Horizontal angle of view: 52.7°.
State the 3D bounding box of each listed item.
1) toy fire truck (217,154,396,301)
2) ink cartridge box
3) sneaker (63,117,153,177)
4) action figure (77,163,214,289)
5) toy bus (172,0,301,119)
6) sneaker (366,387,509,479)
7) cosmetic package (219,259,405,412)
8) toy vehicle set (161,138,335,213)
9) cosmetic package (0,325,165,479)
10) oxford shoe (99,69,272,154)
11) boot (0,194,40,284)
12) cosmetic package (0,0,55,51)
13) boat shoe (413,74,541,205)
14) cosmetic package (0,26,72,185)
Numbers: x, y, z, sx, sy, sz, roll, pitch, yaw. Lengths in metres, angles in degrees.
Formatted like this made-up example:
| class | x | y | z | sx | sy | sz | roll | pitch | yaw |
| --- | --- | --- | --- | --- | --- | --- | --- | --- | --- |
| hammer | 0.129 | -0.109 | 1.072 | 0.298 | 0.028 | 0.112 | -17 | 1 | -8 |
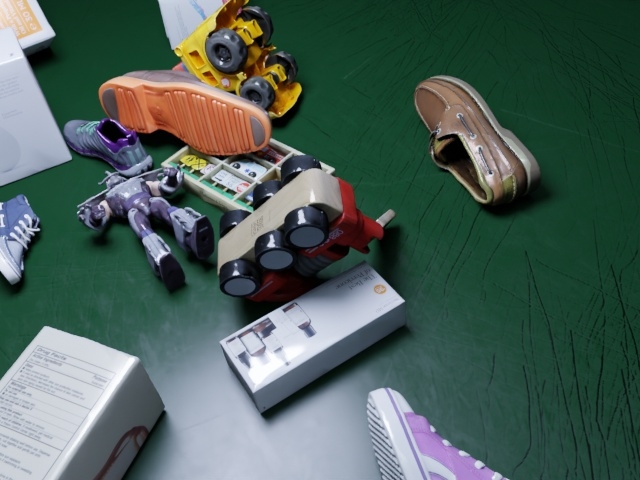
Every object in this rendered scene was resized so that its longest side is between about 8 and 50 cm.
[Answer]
| class | x | y | z | sx | sy | sz | roll | pitch | yaw |
| --- | --- | --- | --- | --- | --- | --- | --- | --- | --- |
| toy fire truck | 0.000 | 0.000 | 0.940 | 0.217 | 0.246 | 0.158 | -36 | 44 | 34 |
| ink cartridge box | -0.270 | -0.532 | 1.467 | 0.176 | 0.127 | 0.128 | -12 | 48 | -3 |
| sneaker | -0.403 | -0.202 | 1.199 | 0.223 | 0.098 | 0.083 | 25 | 55 | 26 |
| action figure | -0.283 | -0.049 | 1.050 | 0.185 | 0.099 | 0.285 | -38 | 51 | -19 |
| toy bus | -0.177 | -0.324 | 1.252 | 0.211 | 0.220 | 0.149 | -18 | 29 | 35 |
| sneaker | 0.167 | 0.273 | 0.711 | 0.161 | 0.102 | 0.282 | -20 | 59 | -16 |
| cosmetic package | -0.007 | 0.125 | 0.882 | 0.239 | 0.060 | 0.099 | -29 | 52 | -19 |
| toy vehicle set | -0.128 | -0.117 | 1.133 | 0.267 | 0.035 | 0.166 | 29 | 57 | 28 |
| cosmetic package | -0.330 | 0.266 | 0.744 | 0.153 | 0.129 | 0.296 | 14 | 51 | 20 |
| oxford shoe | -0.226 | -0.252 | 1.162 | 0.363 | 0.130 | 0.133 | 19 | 45 | 24 |
| boot | -0.498 | -0.010 | 1.054 | 0.086 | 0.069 | 0.190 | -31 | 50 | -17 |
| cosmetic package | -0.825 | -0.435 | 1.343 | 0.453 | 0.230 | 0.161 | -32 | 20 | -21 |
| boat shoe | 0.236 | -0.179 | 1.099 | 0.104 | 0.111 | 0.307 | -23 | 49 | -16 |
| cosmetic package | -0.608 | -0.226 | 1.159 | 0.224 | 0.225 | 0.138 | -24 | 50 | -16 |
